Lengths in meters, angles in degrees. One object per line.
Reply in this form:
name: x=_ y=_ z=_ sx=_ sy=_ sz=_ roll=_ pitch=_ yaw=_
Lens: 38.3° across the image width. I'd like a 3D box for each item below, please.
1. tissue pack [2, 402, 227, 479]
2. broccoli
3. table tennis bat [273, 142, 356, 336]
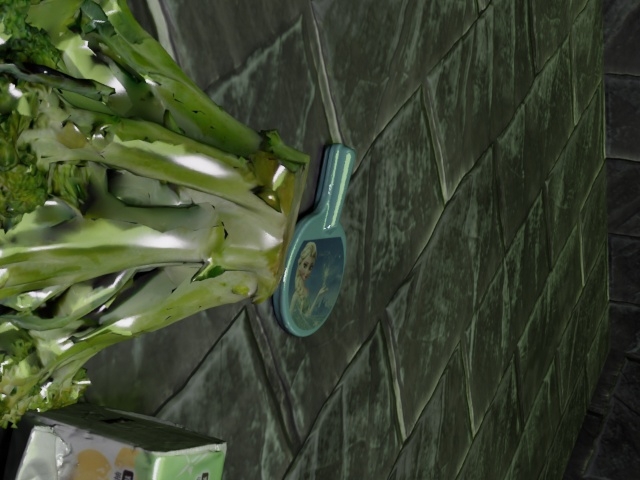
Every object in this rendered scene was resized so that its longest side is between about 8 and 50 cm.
tissue pack: x=-0.187 y=0.253 z=0.705 sx=0.145 sy=0.159 sz=0.229 roll=12 pitch=87 yaw=-61
broccoli: x=-0.152 y=-0.043 z=0.571 sx=0.321 sy=0.283 sz=0.303 roll=100 pitch=2 yaw=-46
table tennis bat: x=0.000 y=0.000 z=1.104 sx=0.149 sy=0.038 sz=0.237 roll=18 pitch=85 yaw=-60
